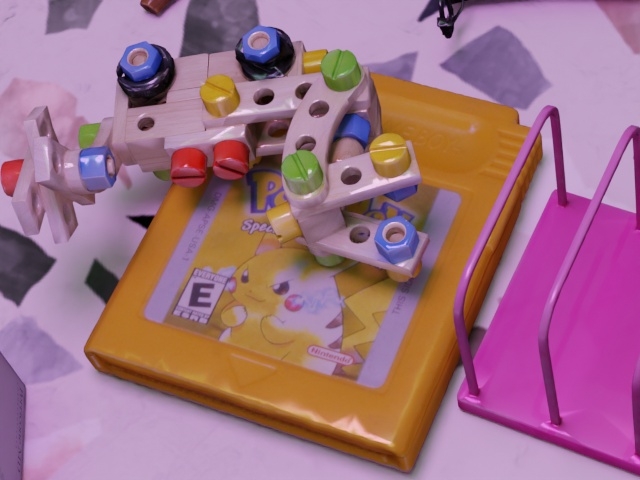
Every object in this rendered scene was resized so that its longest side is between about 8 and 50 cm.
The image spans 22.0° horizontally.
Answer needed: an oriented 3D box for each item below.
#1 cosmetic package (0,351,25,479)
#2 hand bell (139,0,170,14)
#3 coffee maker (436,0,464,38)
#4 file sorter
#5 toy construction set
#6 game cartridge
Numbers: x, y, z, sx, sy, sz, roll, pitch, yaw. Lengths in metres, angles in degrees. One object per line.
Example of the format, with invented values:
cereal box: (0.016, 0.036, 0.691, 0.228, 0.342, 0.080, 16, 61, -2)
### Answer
cosmetic package: (-0.313, 0.165, 1.201, 0.138, 0.225, 0.224, -7, 59, 5)
hand bell: (-0.101, -0.316, 1.530, 0.126, 0.126, 0.242, 24, 81, 23)
coffee maker: (0.196, -0.256, 1.424, 0.178, 0.120, 0.171, 0, 83, 12)
file sorter: (0.262, 0.048, 1.180, 0.290, 0.182, 0.202, 19, 66, 21)
toy construction set: (-0.080, -0.066, 1.291, 0.327, 0.151, 0.215, 1, 58, -2)
game cartridge: (0.000, 0.000, 1.337, 0.285, 0.053, 0.324, 16, 65, 19)
